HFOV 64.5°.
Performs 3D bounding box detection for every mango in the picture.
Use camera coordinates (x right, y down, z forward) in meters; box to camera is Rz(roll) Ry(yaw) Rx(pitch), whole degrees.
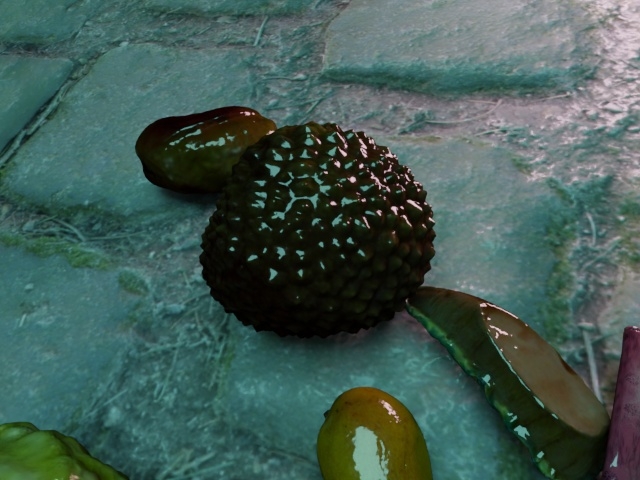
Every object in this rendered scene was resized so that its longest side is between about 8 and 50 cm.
[{"bbox_3d":[0.056,0.233,0.519,0.115,0.089,0.165,-6,58,-4],"label":"mango"}]

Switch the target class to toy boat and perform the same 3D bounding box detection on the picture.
[{"bbox_3d":[0.189,0.127,0.557,0.108,0.099,0.293,-18,50,-35],"label":"toy boat"}]

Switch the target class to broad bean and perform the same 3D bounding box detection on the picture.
[{"bbox_3d":[-0.177,-0.143,0.803,0.228,0.122,0.156,-7,29,-1],"label":"broad bean"}]

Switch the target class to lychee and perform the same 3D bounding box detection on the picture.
[{"bbox_3d":[0.000,0.000,0.595,0.267,0.267,0.268,-5,55,8],"label":"lychee"}]

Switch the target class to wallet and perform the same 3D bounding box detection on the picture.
[{"bbox_3d":[0.313,0.208,0.479,0.119,0.025,0.232,35,62,-13],"label":"wallet"}]

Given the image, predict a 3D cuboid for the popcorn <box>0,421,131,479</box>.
[{"bbox_3d":[-0.282,0.282,0.462,0.250,0.242,0.235,-20,52,-6],"label":"popcorn"}]
